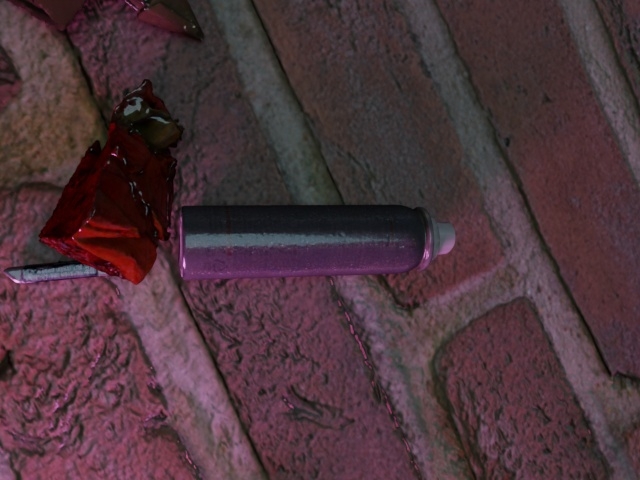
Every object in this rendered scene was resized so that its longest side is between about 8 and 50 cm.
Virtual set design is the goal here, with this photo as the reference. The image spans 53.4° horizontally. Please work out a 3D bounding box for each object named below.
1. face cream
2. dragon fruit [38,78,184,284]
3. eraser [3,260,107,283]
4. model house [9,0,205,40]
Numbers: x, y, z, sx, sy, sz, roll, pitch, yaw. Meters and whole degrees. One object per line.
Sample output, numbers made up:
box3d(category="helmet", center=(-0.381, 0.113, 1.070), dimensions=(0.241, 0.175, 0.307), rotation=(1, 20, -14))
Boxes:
box3d(category="face cream", center=(0.000, 0.000, 0.646), dimensions=(0.283, 0.073, 0.073), rotation=(-1, 86, -13))
box3d(category="dragon fruit", center=(-0.183, -0.058, 0.615), dimensions=(0.092, 0.122, 0.193), rotation=(30, 59, -35))
box3d(category="eraser", center=(-0.248, 0.028, 0.609), dimensions=(0.099, 0.027, 0.019), rotation=(-6, 94, -13))
box3d(category="model house", center=(-0.200, -0.280, 0.593), dimensions=(0.248, 0.176, 0.181), rotation=(38, 77, -25))
